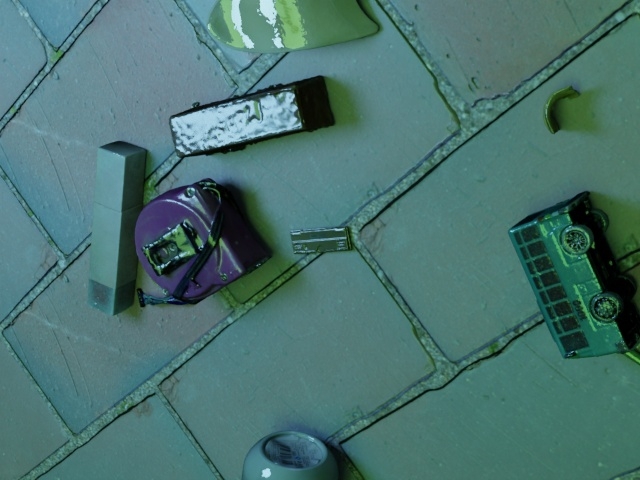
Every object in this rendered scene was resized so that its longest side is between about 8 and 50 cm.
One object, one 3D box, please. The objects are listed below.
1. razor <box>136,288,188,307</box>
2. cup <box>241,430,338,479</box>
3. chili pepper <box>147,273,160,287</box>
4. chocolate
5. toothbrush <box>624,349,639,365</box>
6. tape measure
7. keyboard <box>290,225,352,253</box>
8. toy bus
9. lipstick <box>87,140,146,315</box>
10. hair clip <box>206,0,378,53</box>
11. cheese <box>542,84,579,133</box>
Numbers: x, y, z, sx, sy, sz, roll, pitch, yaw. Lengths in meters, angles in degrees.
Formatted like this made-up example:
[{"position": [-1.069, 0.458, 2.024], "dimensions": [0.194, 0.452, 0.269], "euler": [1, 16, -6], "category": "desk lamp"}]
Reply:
[{"position": [-0.339, 0.129, 2.138], "dimensions": [0.154, 0.028, 0.044], "euler": [-1, 107, 30], "category": "razor"}, {"position": [-0.070, 0.563, 2.034], "dimensions": [0.205, 0.205, 0.312], "euler": [18, 114, 23], "category": "cup"}, {"position": [-0.337, 0.091, 2.130], "dimensions": [0.083, 0.017, 0.030], "euler": [18, 114, 20], "category": "chili pepper"}, {"position": [-0.142, -0.223, 1.853], "dimensions": [0.321, 0.112, 0.112], "euler": [-8, 101, 31], "category": "chocolate"}, {"position": [0.597, 0.240, 1.651], "dimensions": [0.257, 0.024, 0.018], "euler": [34, 100, 16], "category": "toothbrush"}, {"position": [-0.247, 0.000, 1.967], "dimensions": [0.245, 0.149, 0.232], "euler": [-34, 90, 34], "category": "tape measure"}, {"position": [0.000, 0.000, 1.910], "dimensions": [0.129, 0.015, 0.049], "euler": [-5, 100, 31], "category": "keyboard"}, {"position": [0.422, 0.065, 1.626], "dimensions": [0.147, 0.128, 0.256], "euler": [-21, 94, 35], "category": "toy bus"}, {"position": [-0.436, -0.024, 2.110], "dimensions": [0.079, 0.076, 0.372], "euler": [20, 116, 23], "category": "lipstick"}, {"position": [-0.060, -0.413, 1.738], "dimensions": [0.282, 0.113, 0.173], "euler": [-7, 104, 31], "category": "hair clip"}, {"position": [0.382, -0.217, 1.593], "dimensions": [0.041, 0.060, 0.084], "euler": [32, 113, 17], "category": "cheese"}]
